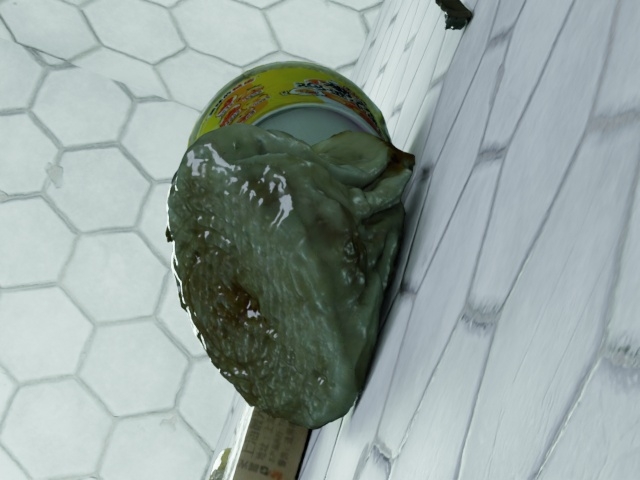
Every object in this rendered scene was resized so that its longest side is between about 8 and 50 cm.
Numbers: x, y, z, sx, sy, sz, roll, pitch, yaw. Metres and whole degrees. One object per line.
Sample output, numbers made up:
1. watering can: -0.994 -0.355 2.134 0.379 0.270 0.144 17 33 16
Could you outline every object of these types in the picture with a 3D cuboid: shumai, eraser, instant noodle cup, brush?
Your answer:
1. shumai: 0.013 0.010 1.777 0.263 0.304 0.309 -29 -26 -36
2. eraser: -0.061 0.243 2.053 0.144 0.078 0.343 115 173 -55
3. instant noodle cup: -0.029 -0.074 2.004 0.200 0.264 0.264 -118 48 -78
4. brush: 0.155 -0.265 2.002 0.190 0.034 0.027 -90 4 -77

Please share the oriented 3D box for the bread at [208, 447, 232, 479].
1. bread: -0.113 0.345 2.284 0.106 0.082 0.125 -47 -31 -72
